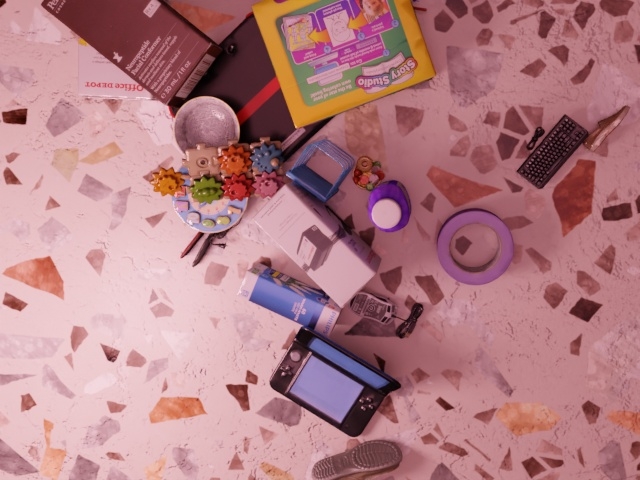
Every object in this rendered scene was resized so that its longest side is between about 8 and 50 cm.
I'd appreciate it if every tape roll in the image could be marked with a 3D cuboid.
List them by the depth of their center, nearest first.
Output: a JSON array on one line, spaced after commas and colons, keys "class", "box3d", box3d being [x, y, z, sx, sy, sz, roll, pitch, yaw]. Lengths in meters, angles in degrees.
[{"class": "tape roll", "box3d": [0.389, 0.014, 1.859, 0.189, 0.080, 0.188, 1, 98, 8]}]

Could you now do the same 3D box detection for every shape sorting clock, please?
[{"class": "shape sorting clock", "box3d": [-0.292, -0.121, 1.923, 0.206, 0.040, 0.206, 1, 100, 6]}]

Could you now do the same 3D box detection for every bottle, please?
[{"class": "bottle", "box3d": [0.167, -0.079, 1.776, 0.092, 0.283, 0.118, -16, 97, 11]}]

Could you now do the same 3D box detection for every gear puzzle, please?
[{"class": "gear puzzle", "box3d": [-0.257, -0.163, 1.839, 0.339, 0.044, 0.175, -6, 127, -6]}]

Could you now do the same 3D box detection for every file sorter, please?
[{"class": "file sorter", "box3d": [0.007, -0.182, 1.839, 0.118, 0.170, 0.104, 35, 107, 3]}]

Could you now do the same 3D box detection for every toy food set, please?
[{"class": "toy food set", "box3d": [0.123, -0.171, 1.903, 0.083, 0.020, 0.083, 29, 101, 4]}]

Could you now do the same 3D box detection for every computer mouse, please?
[{"class": "computer mouse", "box3d": [0.165, 0.181, 1.938, 0.193, 0.042, 0.106, 24, 105, -1]}]

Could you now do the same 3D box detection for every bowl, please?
[{"class": "bowl", "box3d": [-0.281, -0.281, 1.868, 0.170, 0.080, 0.170, 1, 102, 5]}]

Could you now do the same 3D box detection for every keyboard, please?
[{"class": "keyboard", "box3d": [0.561, -0.227, 1.816, 0.108, 0.023, 0.180, 42, 106, 14]}]

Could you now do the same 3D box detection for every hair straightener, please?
[{"class": "hair straightener", "box3d": [-0.278, -0.017, 1.981, 0.089, 0.047, 0.230, 39, 97, 2]}]

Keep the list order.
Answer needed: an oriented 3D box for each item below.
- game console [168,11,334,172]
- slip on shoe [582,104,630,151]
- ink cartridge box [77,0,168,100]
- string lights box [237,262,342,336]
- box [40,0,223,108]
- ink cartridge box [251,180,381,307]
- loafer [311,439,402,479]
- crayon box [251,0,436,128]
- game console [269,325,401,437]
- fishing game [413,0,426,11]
[{"class": "game console", "box3d": [-0.172, -0.364, 1.911, 0.386, 0.060, 0.342, -41, 96, 13]}, {"class": "slip on shoe", "box3d": [0.695, -0.279, 1.789, 0.041, 0.051, 0.135, 42, 108, 13]}, {"class": "ink cartridge box", "box3d": [-0.510, -0.504, 1.904, 0.202, 0.117, 0.278, 4, 98, 7]}, {"class": "string lights box", "box3d": [-0.073, 0.153, 1.921, 0.260, 0.133, 0.076, 24, 101, 4]}, {"class": "box", "box3d": [-0.446, -0.512, 1.767, 0.381, 0.143, 0.191, 38, 99, 0]}, {"class": "ink cartridge box", "box3d": [0.000, 0.000, 1.843, 0.307, 0.223, 0.129, 45, 101, 0]}, {"class": "loafer", "box3d": [0.104, 0.615, 1.994, 0.251, 0.094, 0.087, -16, 129, 9]}, {"class": "crayon box", "box3d": [0.058, -0.481, 1.791, 0.363, 0.106, 0.313, -20, 99, 5]}, {"class": "game console", "box3d": [0.029, 0.374, 1.915, 0.293, 0.173, 0.250, 31, 101, 3]}, {"class": "fishing game", "box3d": [0.219, -0.704, 1.806, 0.189, 0.041, 0.264, 14, 105, 14]}]
